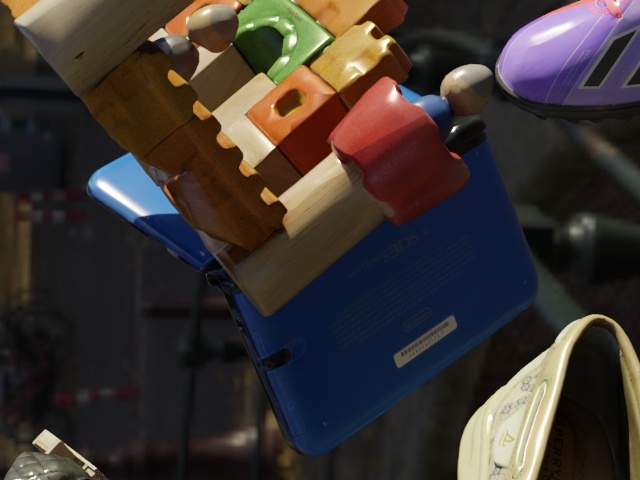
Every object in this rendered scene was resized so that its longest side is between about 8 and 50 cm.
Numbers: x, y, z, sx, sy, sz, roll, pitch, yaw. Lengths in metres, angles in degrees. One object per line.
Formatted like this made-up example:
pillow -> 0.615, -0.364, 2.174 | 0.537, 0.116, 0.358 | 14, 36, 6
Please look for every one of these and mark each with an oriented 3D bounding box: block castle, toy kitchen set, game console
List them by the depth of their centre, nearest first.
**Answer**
block castle -> -0.096, -0.184, 1.183 | 0.303, 0.213, 0.453 | 52, 176, -40
game console -> 0.000, 0.000, 1.488 | 0.173, 0.293, 0.250 | -1, 116, 53
toy kitchen set -> -0.216, 0.219, 1.509 | 0.083, 0.075, 0.068 | 52, 163, -30

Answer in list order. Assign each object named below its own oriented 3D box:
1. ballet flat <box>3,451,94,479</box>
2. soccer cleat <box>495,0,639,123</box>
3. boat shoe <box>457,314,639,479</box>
ballet flat -> -0.168, 0.172, 0.858 | 0.173, 0.049, 0.057 | -51, -36, -35
soccer cleat -> 0.266, -0.170, 1.194 | 0.116, 0.318, 0.108 | 76, 179, -48
boat shoe -> 0.115, 0.151, 0.802 | 0.285, 0.105, 0.089 | -94, 26, -50
